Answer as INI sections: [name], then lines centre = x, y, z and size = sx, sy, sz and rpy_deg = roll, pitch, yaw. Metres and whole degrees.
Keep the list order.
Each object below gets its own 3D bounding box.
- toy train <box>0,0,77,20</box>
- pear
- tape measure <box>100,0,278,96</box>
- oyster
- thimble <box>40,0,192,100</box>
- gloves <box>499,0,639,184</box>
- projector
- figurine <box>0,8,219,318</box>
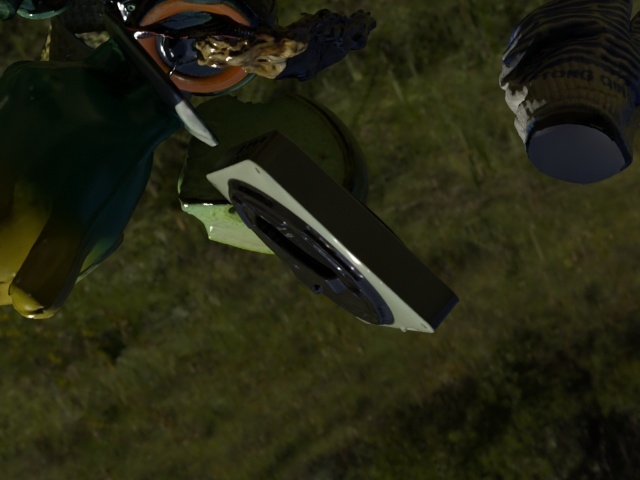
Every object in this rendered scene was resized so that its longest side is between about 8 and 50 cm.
[toy train]
centre = -0.299, -0.329, 1.241
size = 0.177, 0.116, 0.285
rpy_deg = 8, -118, 12
[pear]
centre = -0.051, -0.087, 1.905
size = 0.286, 0.282, 0.176
rpy_deg = 2, -109, 15
[tape measure]
centre = -0.167, -0.288, 1.733
size = 0.223, 0.202, 0.135
rpy_deg = -8, -134, 15
[oyster]
centre = -0.017, -0.214, 1.397
size = 0.128, 0.079, 0.345
rpy_deg = -15, -176, 28
[thimble]
centre = -0.321, -0.295, 2.131
size = 0.270, 0.150, 0.271
rpy_deg = 16, -147, -11
[gloves]
centre = 0.189, -0.125, 0.933
size = 0.119, 0.097, 0.229
rpy_deg = 8, -149, 6
[projector]
centre = 0.000, 0.000, 1.396
size = 0.079, 0.259, 0.257
rpy_deg = -49, -170, -11
[figurine]
centre = -0.300, -0.077, 1.416
size = 0.340, 0.231, 0.323
rpy_deg = -42, -128, -2
